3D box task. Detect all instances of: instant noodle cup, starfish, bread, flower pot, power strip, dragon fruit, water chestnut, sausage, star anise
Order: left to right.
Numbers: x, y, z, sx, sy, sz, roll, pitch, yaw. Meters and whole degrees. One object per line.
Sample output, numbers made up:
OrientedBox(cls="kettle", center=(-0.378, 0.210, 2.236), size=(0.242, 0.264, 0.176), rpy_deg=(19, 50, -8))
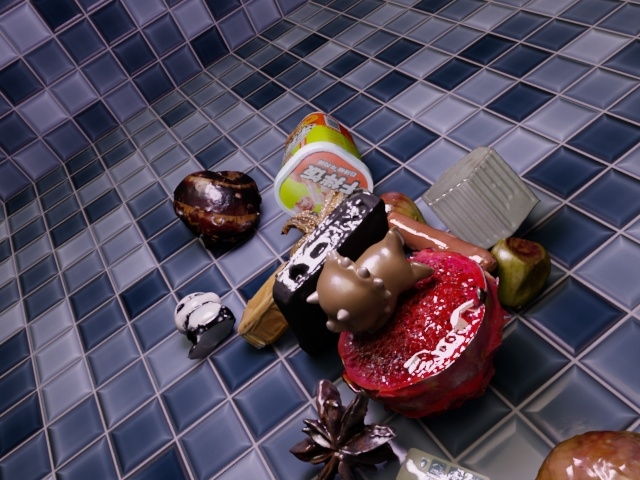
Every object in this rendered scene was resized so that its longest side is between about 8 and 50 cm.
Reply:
OrientedBox(cls="water chestnut", center=(-0.333, -0.094, 1.871), size=(0.300, 0.300, 0.300), rpy_deg=(-15, 44, 15))
OrientedBox(cls="bread", center=(-0.115, 0.171, 1.510), size=(0.241, 0.107, 0.136), rpy_deg=(-48, 20, 33))
OrientedBox(cls="starfish", center=(0.001, 0.004, 1.607), size=(0.303, 0.113, 0.312), rpy_deg=(-43, 39, 15))
OrientedBox(cls="instant noodle cup", center=(0.004, -0.234, 1.795), size=(0.294, 0.294, 0.308), rpy_deg=(-19, 35, 11))
OrientedBox(cls="star anise", center=(0.049, 0.417, 1.188), size=(0.212, 0.129, 0.283), rpy_deg=(24, 106, 18))
OrientedBox(cls="dragon fruit", center=(0.239, 0.215, 1.247), size=(0.371, 0.249, 0.386), rpy_deg=(-15, 37, 38))
OrientedBox(cls="sausage", center=(0.288, 0.011, 1.398), size=(0.326, 0.087, 0.079), rpy_deg=(28, 89, 41))
OrientedBox(cls="power strip", center=(0.243, 0.478, 1.136), size=(0.192, 0.035, 0.081), rpy_deg=(12, 56, 35))
OrientedBox(cls="flower pot", center=(0.397, -0.102, 1.451), size=(0.239, 0.189, 0.209), rpy_deg=(-48, 9, -19))

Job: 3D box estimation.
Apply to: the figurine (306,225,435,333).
OrientedBox(cls="figurine", center=(0.091, 0.075, 1.177), size=(0.247, 0.173, 0.177), rpy_deg=(-39, 53, 3))

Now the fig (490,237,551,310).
OrientedBox(cls="fig", center=(0.459, 0.079, 1.351), size=(0.144, 0.154, 0.166), rpy_deg=(14, 87, 20))

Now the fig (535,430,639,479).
OrientedBox(cls="fig", center=(0.542, 0.428, 0.923), size=(0.368, 0.286, 0.286), rpy_deg=(-9, 36, -24))

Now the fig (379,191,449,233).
OrientedBox(cls="fig", center=(0.236, -0.030, 1.578), size=(0.143, 0.160, 0.231), rpy_deg=(-41, 74, -20))

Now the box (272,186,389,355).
OrientedBox(cls="box", center=(0.048, 0.084, 1.394), size=(0.091, 0.350, 0.359), rpy_deg=(32, 70, 30))

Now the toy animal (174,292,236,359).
OrientedBox(cls="toy animal", center=(-0.341, 0.225, 1.623), size=(0.166, 0.138, 0.179), rpy_deg=(-28, 44, -24))
